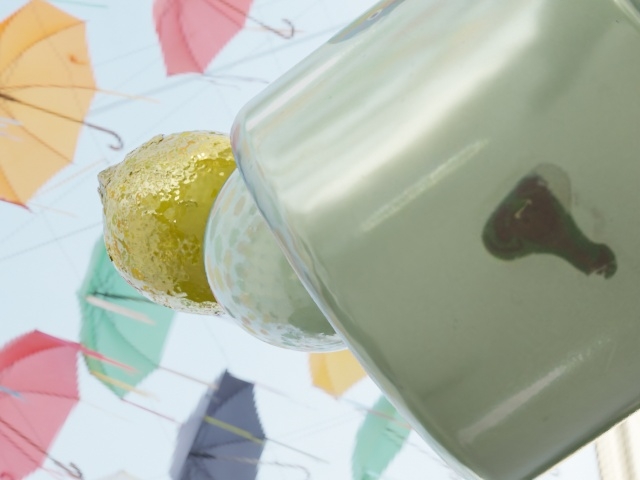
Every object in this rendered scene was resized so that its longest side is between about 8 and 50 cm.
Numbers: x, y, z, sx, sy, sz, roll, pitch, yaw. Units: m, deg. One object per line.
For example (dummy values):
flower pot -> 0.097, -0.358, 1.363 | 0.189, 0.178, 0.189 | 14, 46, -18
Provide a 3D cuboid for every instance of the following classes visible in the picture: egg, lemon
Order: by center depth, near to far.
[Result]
egg -> 0.000, 0.000, 0.743 | 0.149, 0.192, 0.150 | 12, -110, -36
lemon -> -0.112, -0.018, 1.013 | 0.173, 0.206, 0.173 | -59, -18, -32

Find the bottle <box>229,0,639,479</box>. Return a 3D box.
bottle -> 0.154, -0.071, 0.458 | 0.351, 0.229, 0.229 | -36, -43, 9
